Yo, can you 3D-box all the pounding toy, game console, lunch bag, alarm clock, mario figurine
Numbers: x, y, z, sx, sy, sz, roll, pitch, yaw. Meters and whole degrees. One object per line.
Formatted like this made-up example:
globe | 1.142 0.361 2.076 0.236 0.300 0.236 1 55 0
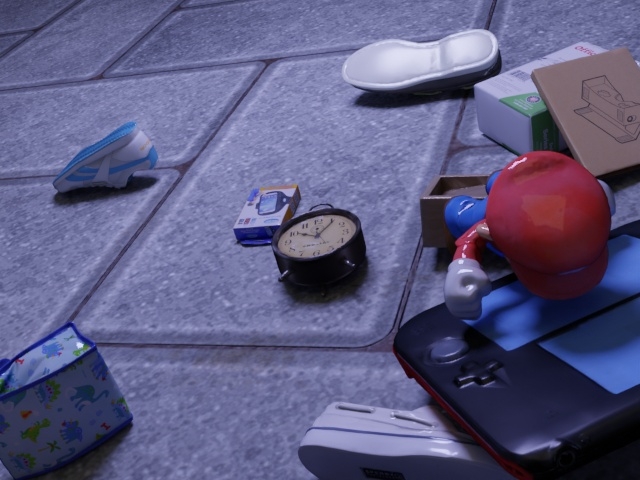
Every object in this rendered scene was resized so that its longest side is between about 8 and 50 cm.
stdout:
pounding toy | 0.215 -0.025 1.116 0.141 0.100 0.130 1 21 20
game console | 0.284 0.076 0.799 0.386 0.060 0.342 -23 11 -8
lunch bag | -0.318 0.192 0.958 0.151 0.129 0.096 -36 36 -26
alarm clock | 0.000 0.000 1.179 0.129 0.064 0.192 -10 35 9
mario figurine | 0.227 0.005 0.889 0.170 0.198 0.320 24 5 -3

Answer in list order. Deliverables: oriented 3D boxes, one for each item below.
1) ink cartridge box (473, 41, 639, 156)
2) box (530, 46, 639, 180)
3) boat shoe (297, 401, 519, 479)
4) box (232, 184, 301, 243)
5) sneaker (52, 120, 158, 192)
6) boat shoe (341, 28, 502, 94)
ink cartridge box | 0.388 -0.230 1.338 0.219 0.093 0.160 -23 35 -13
box | 0.428 -0.191 1.222 0.164 0.021 0.201 -15 64 -9
boat shoe | 0.102 0.200 0.802 0.258 0.095 0.084 5 42 28
box | -0.086 -0.042 1.314 0.081 0.028 0.136 -4 32 17
sneaker | -0.409 -0.134 1.543 0.228 0.092 0.087 -22 29 27
boat shoe | 0.194 -0.327 1.575 0.304 0.091 0.109 -4 71 21
